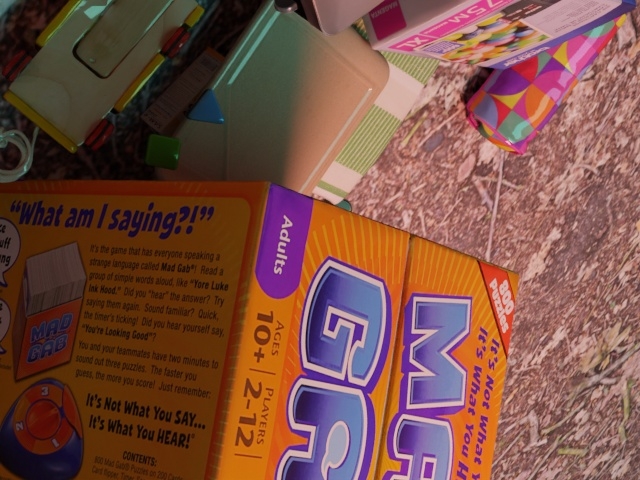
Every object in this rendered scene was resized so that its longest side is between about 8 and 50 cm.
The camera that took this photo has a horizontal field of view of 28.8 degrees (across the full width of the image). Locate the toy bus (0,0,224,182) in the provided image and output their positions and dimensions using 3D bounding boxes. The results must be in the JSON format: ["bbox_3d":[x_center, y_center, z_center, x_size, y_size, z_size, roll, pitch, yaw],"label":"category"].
[{"bbox_3d":[-0.191,-0.151,1.052,0.202,0.104,0.191,-5,95,-12],"label":"toy bus"}]

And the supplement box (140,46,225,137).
[{"bbox_3d":[-0.120,-0.131,1.218,0.098,0.036,0.062,-47,145,-7],"label":"supplement box"}]

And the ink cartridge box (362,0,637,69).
[{"bbox_3d":[0.208,-0.249,1.333,0.185,0.065,0.311,-22,170,37],"label":"ink cartridge box"}]

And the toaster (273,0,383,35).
[{"bbox_3d":[0.001,-0.292,1.103,0.185,0.168,0.110,-39,147,-17],"label":"toaster"}]

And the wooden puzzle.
[{"bbox_3d":[-0.046,-0.126,1.244,0.239,0.044,0.221,-59,145,0],"label":"wooden puzzle"}]

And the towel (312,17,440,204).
[{"bbox_3d":[0.045,-0.201,1.356,0.248,0.038,0.325,21,103,-56],"label":"towel"}]

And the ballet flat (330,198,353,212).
[{"bbox_3d":[0.000,0.000,1.485,0.114,0.041,0.041,-50,146,-2],"label":"ballet flat"}]

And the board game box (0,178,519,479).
[{"bbox_3d":[-0.088,0.158,1.096,0.356,0.356,0.356,18,79,-48],"label":"board game box"}]

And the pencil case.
[{"bbox_3d":[0.279,-0.222,1.563,0.236,0.104,0.104,-55,146,0],"label":"pencil case"}]
